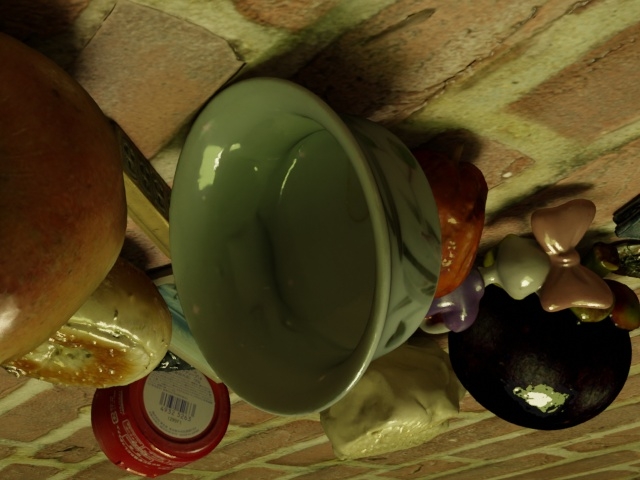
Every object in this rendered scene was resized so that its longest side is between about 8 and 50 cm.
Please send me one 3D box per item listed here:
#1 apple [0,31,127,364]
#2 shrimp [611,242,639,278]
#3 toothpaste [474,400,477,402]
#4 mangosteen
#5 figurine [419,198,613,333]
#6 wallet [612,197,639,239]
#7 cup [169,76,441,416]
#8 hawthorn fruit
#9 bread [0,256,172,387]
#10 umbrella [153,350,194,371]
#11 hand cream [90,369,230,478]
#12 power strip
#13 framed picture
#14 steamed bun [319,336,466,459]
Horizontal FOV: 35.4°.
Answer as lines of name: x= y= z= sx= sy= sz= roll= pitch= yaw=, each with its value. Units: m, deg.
apple: x=-0.355 y=-0.040 z=0.933 sx=0.338 sy=0.339 sz=0.305 roll=8 pitch=174 yaw=-20
shrimp: x=0.485 y=0.034 z=1.480 sx=0.161 sy=0.034 sz=0.091 roll=11 pitch=152 yaw=-25
toothpaste: x=0.395 y=0.324 z=2.134 sx=0.062 sy=0.037 sz=0.216 roll=4 pitch=161 yaw=-15
mangosteen: x=0.337 y=0.127 z=1.463 sx=0.275 sy=0.275 sz=0.302 roll=14 pitch=119 yaw=-32
figurine: x=0.156 y=0.053 z=1.327 sx=0.420 sy=0.154 sz=0.193 roll=-12 pitch=-178 yaw=2
wallet: x=0.496 y=-0.052 z=1.289 sx=0.167 sy=0.036 sz=0.222 roll=6 pitch=153 yaw=-15
cup: x=0.000 y=0.000 z=1.071 sx=0.163 sy=0.347 sz=0.347 roll=-8 pitch=165 yaw=-41
hawthorn fruit: x=0.112 y=-0.020 z=1.180 sx=0.173 sy=0.173 sz=0.179 roll=2 pitch=154 yaw=-9
bread: x=-0.356 y=0.106 z=1.431 sx=0.305 sy=0.159 sz=0.305 roll=1 pitch=153 yaw=1
umbrella: x=-0.198 y=0.202 z=1.783 sx=0.224 sy=0.071 sz=0.080 roll=9 pitch=171 yaw=-37
hand cream: x=-0.286 y=0.306 z=1.817 sx=0.230 sy=0.230 sz=0.149 roll=15 pitch=151 yaw=-33
power strip: x=-0.207 y=-0.049 z=1.211 sx=0.044 sy=0.064 sz=0.305 roll=-12 pitch=155 yaw=8
framed picture: x=-0.171 y=0.135 z=1.601 sx=0.232 sy=0.024 sz=0.315 roll=-17 pitch=138 yaw=31
steamed bun: x=0.118 y=0.264 z=1.790 sx=0.276 sy=0.203 sz=0.289 roll=-31 pitch=157 yaw=34
